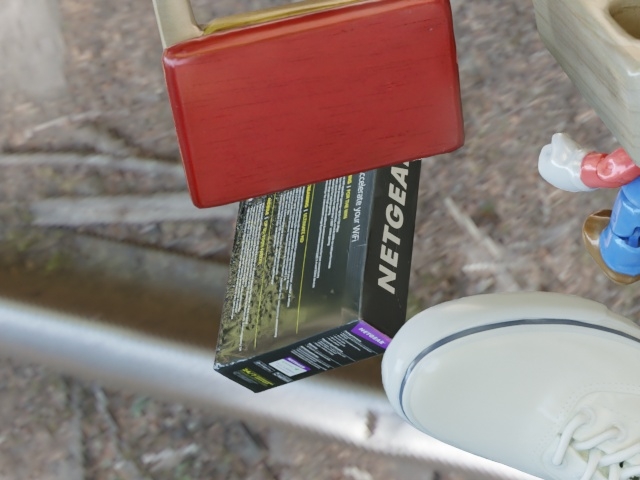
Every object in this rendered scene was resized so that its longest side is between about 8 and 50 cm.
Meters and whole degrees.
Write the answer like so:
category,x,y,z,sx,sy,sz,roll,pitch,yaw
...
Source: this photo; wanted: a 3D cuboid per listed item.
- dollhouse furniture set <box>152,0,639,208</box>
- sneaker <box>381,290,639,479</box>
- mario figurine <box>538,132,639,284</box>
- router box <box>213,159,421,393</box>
category,x,y,z,sx,sy,sz,roll,pitch,yaw
dollhouse furniture set,0.123,-0.129,0.590,0.374,0.152,0.201,-14,122,-6
sneaker,0.154,0.096,0.844,0.258,0.091,0.094,16,117,-19
mario figurine,0.324,-0.106,1.613,0.170,0.198,0.320,41,152,24
router box,0.000,0.000,1.163,0.133,0.046,0.178,-20,50,40
